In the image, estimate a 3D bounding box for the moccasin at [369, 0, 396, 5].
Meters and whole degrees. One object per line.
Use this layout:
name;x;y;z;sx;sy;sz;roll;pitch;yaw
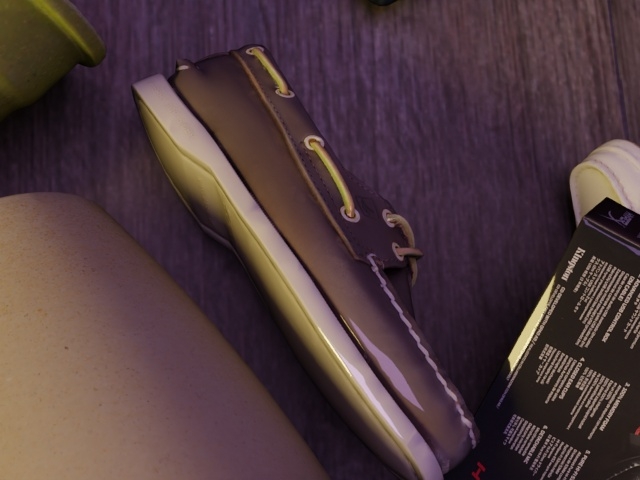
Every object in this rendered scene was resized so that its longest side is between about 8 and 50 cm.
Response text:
moccasin;-0.041;-0.302;0.756;0.342;0.137;0.117;41;77;3

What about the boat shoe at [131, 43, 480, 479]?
boat shoe;0.000;0.000;0.658;0.097;0.116;0.324;-29;57;-14

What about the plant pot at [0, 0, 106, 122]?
plant pot;-0.304;-0.088;0.608;0.276;0.276;0.254;36;85;0

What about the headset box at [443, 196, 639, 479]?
headset box;0.232;0.141;0.616;0.293;0.110;0.218;29;107;15

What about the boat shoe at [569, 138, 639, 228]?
boat shoe;0.207;0.070;0.722;0.096;0.098;0.277;-14;80;-14

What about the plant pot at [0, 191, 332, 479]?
plant pot;-0.127;0.119;0.596;0.257;0.256;0.274;-19;63;-14
